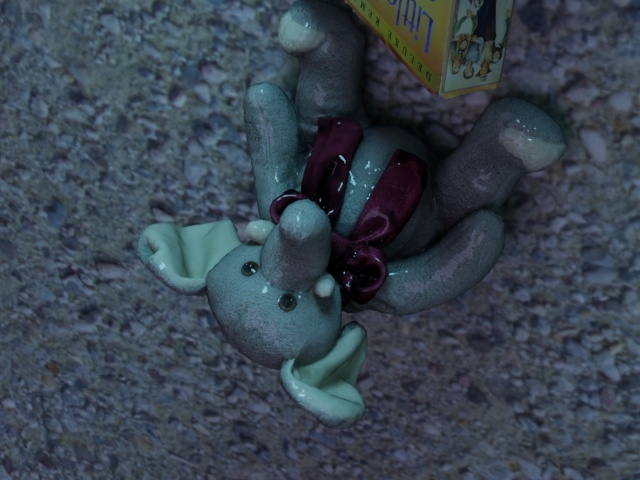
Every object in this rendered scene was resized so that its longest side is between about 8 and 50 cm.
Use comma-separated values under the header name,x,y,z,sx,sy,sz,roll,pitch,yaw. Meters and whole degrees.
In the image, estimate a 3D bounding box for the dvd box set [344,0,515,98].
name,x,y,z,sx,sy,sz,roll,pitch,yaw
dvd box set,0.061,-0.355,1.146,0.307,0.062,0.420,-126,32,-45

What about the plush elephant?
name,x,y,z,sx,sy,sz,roll,pitch,yaw
plush elephant,0.000,0.000,1.407,0.272,0.255,0.330,33,133,11
